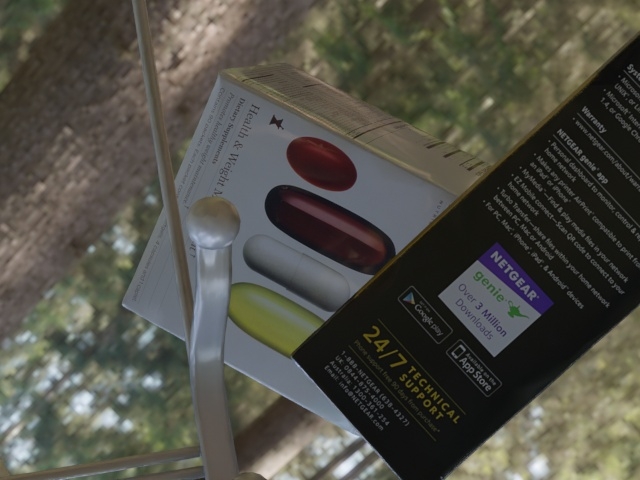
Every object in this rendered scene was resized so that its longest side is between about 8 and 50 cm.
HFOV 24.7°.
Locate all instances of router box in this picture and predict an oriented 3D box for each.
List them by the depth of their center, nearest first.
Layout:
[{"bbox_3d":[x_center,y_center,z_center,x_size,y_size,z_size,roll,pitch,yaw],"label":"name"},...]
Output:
[{"bbox_3d":[0.124,-0.016,0.695,0.081,0.243,0.309,48,-171,4],"label":"router box"}]

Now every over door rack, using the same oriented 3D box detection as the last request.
[{"bbox_3d":[-0.164,-0.015,0.602,0.239,0.108,0.324,-7,-115,-16],"label":"over door rack"}]

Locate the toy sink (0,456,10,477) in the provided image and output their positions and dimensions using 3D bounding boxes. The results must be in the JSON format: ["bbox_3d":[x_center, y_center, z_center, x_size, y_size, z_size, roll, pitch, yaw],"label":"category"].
[{"bbox_3d":[-0.314,0.165,1.031,0.131,0.152,0.234,-122,15,-58],"label":"toy sink"}]

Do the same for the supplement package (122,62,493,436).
[{"bbox_3d":[0.000,0.000,1.080,0.203,0.194,0.149,27,-163,12],"label":"supplement package"}]
